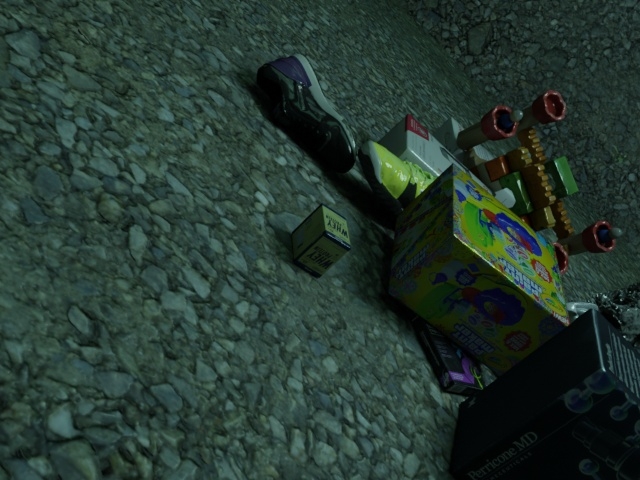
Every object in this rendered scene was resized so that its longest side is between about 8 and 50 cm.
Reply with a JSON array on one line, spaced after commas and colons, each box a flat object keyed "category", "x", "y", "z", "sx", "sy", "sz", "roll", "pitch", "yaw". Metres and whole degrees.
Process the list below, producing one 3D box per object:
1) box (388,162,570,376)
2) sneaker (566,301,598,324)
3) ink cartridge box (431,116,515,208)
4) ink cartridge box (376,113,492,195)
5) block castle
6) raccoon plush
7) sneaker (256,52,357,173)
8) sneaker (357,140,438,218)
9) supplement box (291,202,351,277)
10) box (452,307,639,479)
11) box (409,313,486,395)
[{"category": "box", "x": 0.301, "y": 0.054, "z": 1.528, "sx": 0.290, "sy": 0.177, "sz": 0.279, "roll": 37, "pitch": 31, "yaw": -15}, {"category": "sneaker", "x": 0.537, "y": 0.260, "z": 1.640, "sx": 0.365, "sy": 0.210, "sz": 0.137, "roll": 33, "pitch": 28, "yaw": -27}, {"category": "ink cartridge box", "x": 0.432, "y": -0.183, "z": 2.236, "sx": 0.289, "sy": 0.121, "sz": 0.211, "roll": 38, "pitch": 27, "yaw": -18}, {"category": "ink cartridge box", "x": 0.273, "y": -0.129, "z": 1.898, "sx": 0.306, "sy": 0.131, "sz": 0.226, "roll": 38, "pitch": 26, "yaw": -15}, {"category": "block castle", "x": 0.574, "y": -0.145, "z": 2.062, "sx": 0.303, "sy": 0.212, "sz": 0.454, "roll": -19, "pitch": 88, "yaw": -35}, {"category": "raccoon plush", "x": 0.728, "y": 0.169, "z": 1.851, "sx": 0.216, "sy": 0.446, "sz": 0.299, "roll": 70, "pitch": -14, "yaw": -13}, {"category": "sneaker", "x": -0.040, "y": -0.251, "z": 1.659, "sx": 0.124, "sy": 0.107, "sz": 0.283, "roll": -24, "pitch": 78, "yaw": -35}, {"category": "sneaker", "x": 0.226, "y": -0.098, "z": 1.713, "sx": 0.384, "sy": 0.147, "sz": 0.145, "roll": 40, "pitch": 21, "yaw": -31}, {"category": "supplement box", "x": 0.000, "y": 0.000, "z": 1.328, "sx": 0.056, "sy": 0.083, "sz": 0.083, "roll": 31, "pitch": 30, "yaw": -27}, {"category": "box", "x": 0.455, "y": 0.365, "z": 1.257, "sx": 0.395, "sy": 0.293, "sz": 0.212, "roll": 45, "pitch": 25, "yaw": -4}, {"category": "box", "x": 0.235, "y": 0.209, "z": 1.457, "sx": 0.116, "sy": 0.029, "sz": 0.162, "roll": 20, "pitch": 35, "yaw": -45}]
